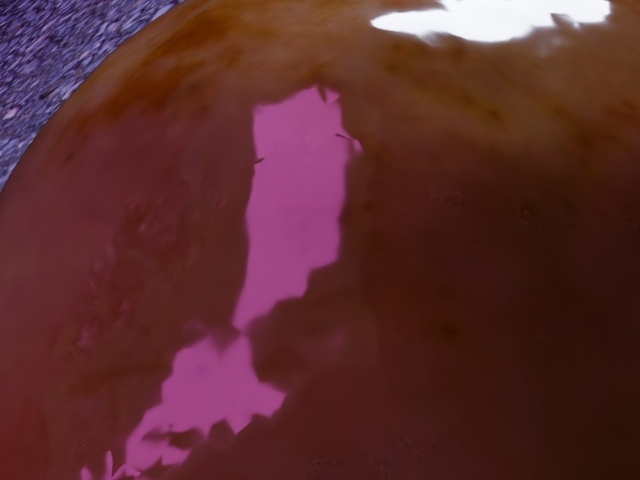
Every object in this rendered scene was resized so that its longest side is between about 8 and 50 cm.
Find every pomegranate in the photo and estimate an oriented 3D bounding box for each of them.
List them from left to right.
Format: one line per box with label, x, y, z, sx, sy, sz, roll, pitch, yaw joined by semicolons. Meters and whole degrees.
pomegranate;0.035;0.085;0.659;0.411;0.411;0.411;-34;20;14
